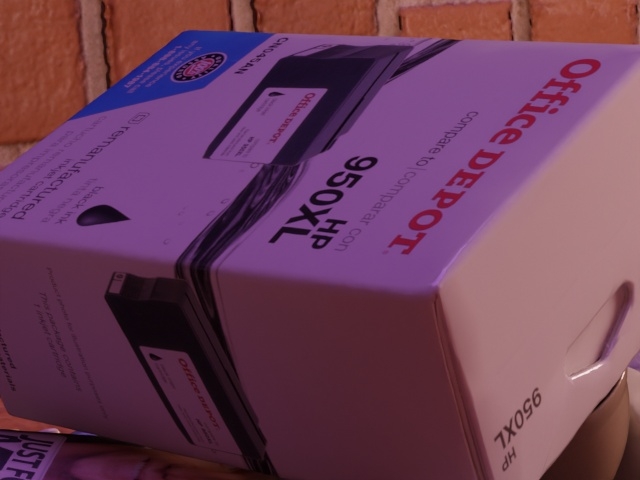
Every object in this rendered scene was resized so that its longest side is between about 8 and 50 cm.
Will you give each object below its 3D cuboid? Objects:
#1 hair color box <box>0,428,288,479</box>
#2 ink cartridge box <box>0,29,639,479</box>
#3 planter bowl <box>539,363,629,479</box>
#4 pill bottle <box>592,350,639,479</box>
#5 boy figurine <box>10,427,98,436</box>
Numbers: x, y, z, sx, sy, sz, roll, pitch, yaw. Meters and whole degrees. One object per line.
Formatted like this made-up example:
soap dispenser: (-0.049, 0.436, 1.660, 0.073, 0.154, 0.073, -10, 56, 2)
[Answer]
hair color box: (-0.123, 0.191, 1.040, 0.347, 0.105, 0.174, 4, 10, 0)
ink cartridge box: (0.000, 0.000, 1.082, 0.395, 0.166, 0.285, 7, 37, 37)
planter bowl: (0.124, 0.130, 1.072, 0.162, 0.109, 0.162, -14, 28, 8)
pill bottle: (0.292, 0.129, 1.200, 0.278, 0.162, 0.162, -12, 12, -33)
boy figurine: (-0.260, 0.180, 1.289, 0.285, 0.092, 0.177, -4, -20, -25)
